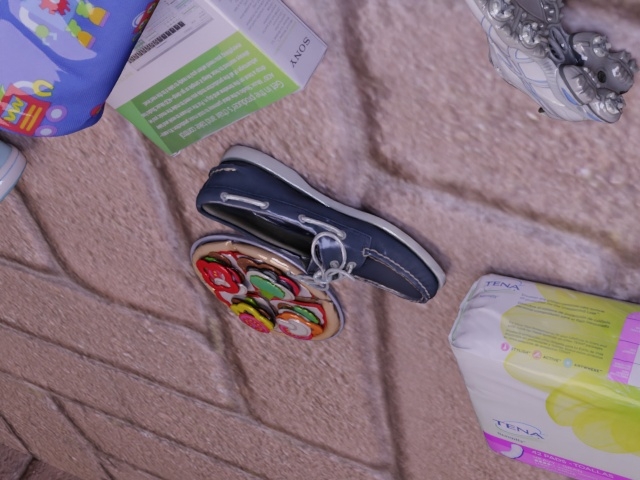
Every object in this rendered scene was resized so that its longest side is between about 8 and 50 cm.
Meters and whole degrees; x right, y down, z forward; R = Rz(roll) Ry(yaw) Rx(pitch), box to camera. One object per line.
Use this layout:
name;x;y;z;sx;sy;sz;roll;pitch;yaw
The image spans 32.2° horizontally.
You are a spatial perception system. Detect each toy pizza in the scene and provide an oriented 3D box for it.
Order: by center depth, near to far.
toy pizza;-0.067;0.064;1.294;0.201;0.032;0.201;22;151;13

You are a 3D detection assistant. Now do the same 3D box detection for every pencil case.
pencil case;-0.166;-0.200;0.759;0.133;0.119;0.306;31;134;-10

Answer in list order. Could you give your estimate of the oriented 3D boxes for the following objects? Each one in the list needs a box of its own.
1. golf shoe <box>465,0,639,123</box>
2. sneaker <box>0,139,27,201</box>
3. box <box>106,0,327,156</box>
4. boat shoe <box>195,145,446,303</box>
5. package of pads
golf shoe;0.132;-0.139;0.754;0.176;0.069;0.086;44;155;-23
sneaker;-0.500;-0.118;1.297;0.319;0.127;0.208;0;142;41
box;-0.178;-0.215;0.920;0.322;0.058;0.232;43;149;-21
boat shoe;0.000;0.000;1.079;0.254;0.079;0.095;32;151;-4
package of pads;0.281;0.151;1.046;0.297;0.101;0.229;12;148;28
